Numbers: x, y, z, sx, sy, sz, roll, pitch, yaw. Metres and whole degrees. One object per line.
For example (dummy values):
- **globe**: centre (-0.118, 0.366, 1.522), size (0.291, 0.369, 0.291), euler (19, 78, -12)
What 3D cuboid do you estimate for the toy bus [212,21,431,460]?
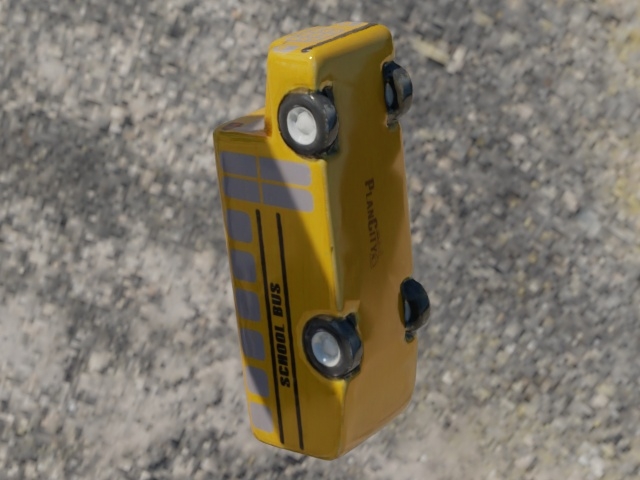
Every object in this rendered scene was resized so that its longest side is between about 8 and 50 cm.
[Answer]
- **toy bus**: centre (0.000, 0.000, 1.166), size (0.130, 0.332, 0.108), euler (10, 25, 38)
